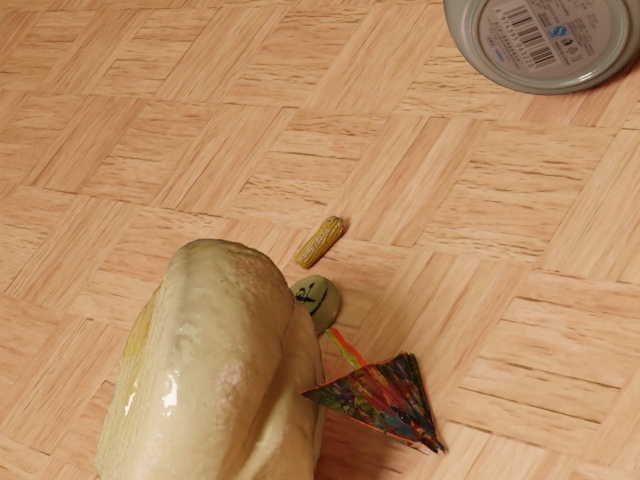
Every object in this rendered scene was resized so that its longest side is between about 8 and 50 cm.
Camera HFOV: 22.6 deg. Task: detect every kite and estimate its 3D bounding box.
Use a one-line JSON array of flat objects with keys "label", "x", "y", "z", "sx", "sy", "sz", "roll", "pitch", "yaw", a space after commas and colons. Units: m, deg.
[{"label": "kite", "x": 0.061, "y": 0.155, "z": 1.646, "sx": 0.183, "sy": 0.241, "sz": 0.014, "roll": 49, "pitch": 118, "yaw": 22}]

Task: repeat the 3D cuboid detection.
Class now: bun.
[{"label": "bun", "x": -0.105, "y": 0.180, "z": 1.684, "sx": 0.365, "sy": 0.219, "sz": 0.365, "roll": -165, "pitch": 90, "yaw": -77}]

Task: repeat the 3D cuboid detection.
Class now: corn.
[{"label": "corn", "x": 0.000, "y": 0.000, "z": 1.997, "sx": 0.083, "sy": 0.028, "sz": 0.027, "roll": -47, "pitch": 12, "yaw": -6}]

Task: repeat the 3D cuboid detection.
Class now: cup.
[{"label": "cup", "x": 0.318, "y": -0.329, "z": 1.871, "sx": 0.356, "sy": 0.259, "sz": 0.274, "roll": 1, "pitch": 46, "yaw": 8}]

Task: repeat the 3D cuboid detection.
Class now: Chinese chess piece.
[{"label": "Chinese chess piece", "x": -0.016, "y": 0.080, "z": 1.917, "sx": 0.084, "sy": 0.034, "sz": 0.084, "roll": -29, "pitch": 34, "yaw": 22}]
